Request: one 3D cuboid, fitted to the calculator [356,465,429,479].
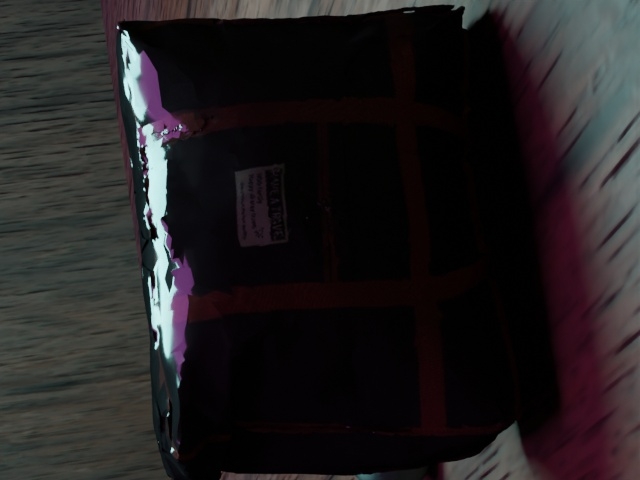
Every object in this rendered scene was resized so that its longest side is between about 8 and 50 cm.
[{"bbox_3d":[0.020,0.068,1.189,0.246,0.045,0.141,-159,62,-79],"label":"calculator"}]

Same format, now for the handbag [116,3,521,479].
[{"bbox_3d":[0.000,0.000,0.896,0.155,0.169,0.215,117,147,-78],"label":"handbag"}]
